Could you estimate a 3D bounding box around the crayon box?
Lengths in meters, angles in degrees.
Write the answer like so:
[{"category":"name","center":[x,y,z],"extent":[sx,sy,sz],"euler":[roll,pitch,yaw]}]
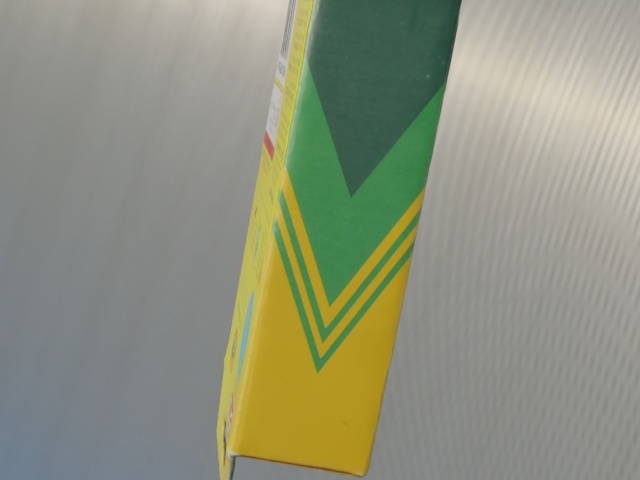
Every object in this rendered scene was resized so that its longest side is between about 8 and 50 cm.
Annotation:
[{"category":"crayon box","center":[0.000,0.000,0.778],"extent":[0.202,0.081,0.318],"euler":[-113,33,-78]}]
